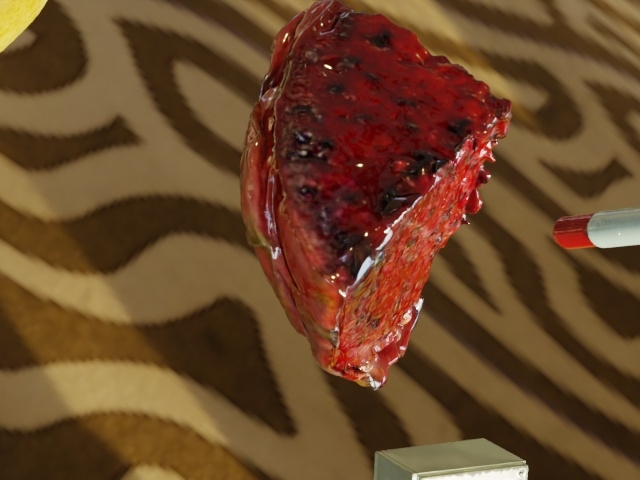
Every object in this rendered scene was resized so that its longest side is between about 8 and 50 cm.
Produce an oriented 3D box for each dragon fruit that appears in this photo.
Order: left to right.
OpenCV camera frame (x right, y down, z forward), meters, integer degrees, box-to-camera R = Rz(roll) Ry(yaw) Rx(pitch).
[{"bbox_3d":[-0.009,-0.005,1.714,0.228,0.329,0.286,31,58,13],"label":"dragon fruit"}]

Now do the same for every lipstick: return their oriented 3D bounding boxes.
[{"bbox_3d":[0.370,-0.020,1.979,0.068,0.274,0.061,-14,97,-55],"label":"lipstick"}]

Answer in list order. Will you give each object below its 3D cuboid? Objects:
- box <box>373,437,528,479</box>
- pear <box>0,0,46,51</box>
[{"bbox_3d":[0.125,0.322,1.899,0.129,0.225,0.086,-4,13,-26],"label":"box"},{"bbox_3d":[-0.328,-0.251,1.378,0.314,0.314,0.314,29,30,-18],"label":"pear"}]
